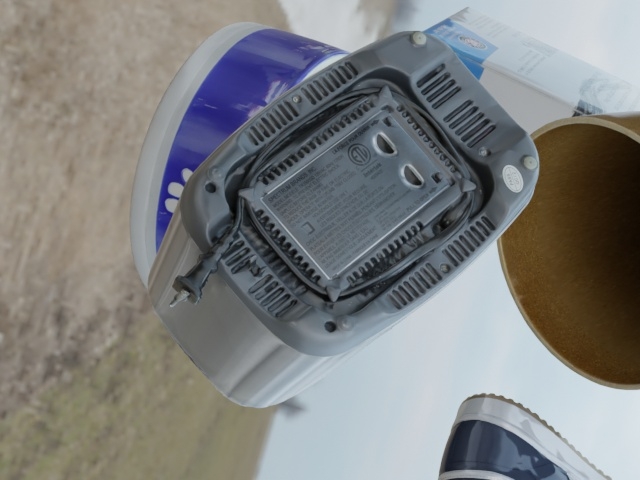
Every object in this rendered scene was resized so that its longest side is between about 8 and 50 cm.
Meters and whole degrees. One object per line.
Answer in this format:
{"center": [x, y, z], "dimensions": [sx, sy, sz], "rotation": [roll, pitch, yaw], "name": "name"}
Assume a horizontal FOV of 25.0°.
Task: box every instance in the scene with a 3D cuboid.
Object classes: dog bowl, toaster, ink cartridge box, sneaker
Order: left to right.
{"center": [-0.052, -0.054, 1.280], "dimensions": [0.265, 0.104, 0.264], "rotation": [-47, 147, -44], "name": "dog bowl"}
{"center": [0.000, 0.000, 0.774], "dimensions": [0.227, 0.129, 0.146], "rotation": [-39, 174, -29], "name": "toaster"}
{"center": [0.302, -0.130, 1.832], "dimensions": [0.166, 0.395, 0.285], "rotation": [-67, 169, 21], "name": "ink cartridge box"}
{"center": [0.202, 0.260, 1.156], "dimensions": [0.099, 0.282, 0.153], "rotation": [-48, -172, 48], "name": "sneaker"}

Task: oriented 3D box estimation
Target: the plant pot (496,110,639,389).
{"center": [0.328, -0.017, 1.281], "dimensions": [0.254, 0.237, 0.237], "rotation": [-17, 138, -36], "name": "plant pot"}
